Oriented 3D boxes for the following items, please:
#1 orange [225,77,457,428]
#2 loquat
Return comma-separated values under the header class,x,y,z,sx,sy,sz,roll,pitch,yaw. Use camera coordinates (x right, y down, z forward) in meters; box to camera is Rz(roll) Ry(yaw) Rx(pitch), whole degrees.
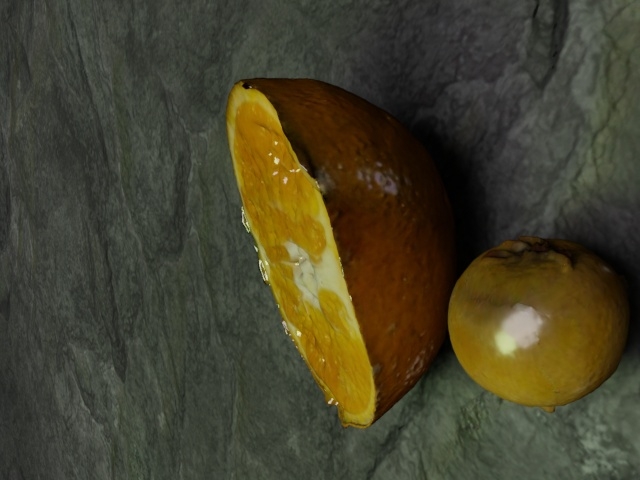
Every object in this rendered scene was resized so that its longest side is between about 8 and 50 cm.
class,x,y,z,sx,sy,sz,roll,pitch,yaw
orange,0.003,-0.002,0.626,0.310,0.274,0.274,40,140,-16
loquat,0.172,0.063,0.516,0.141,0.141,0.141,9,102,49
